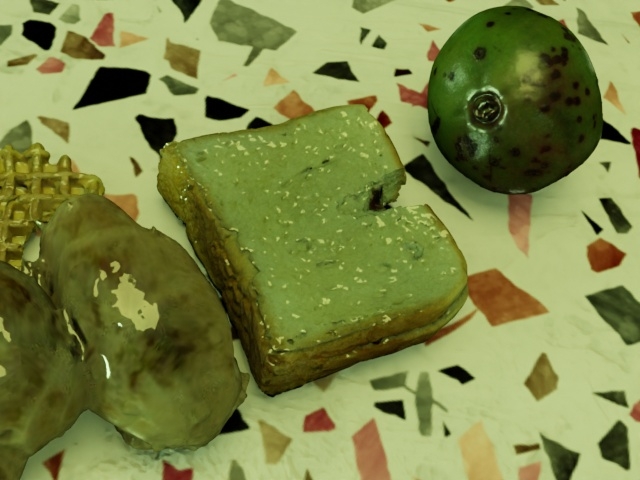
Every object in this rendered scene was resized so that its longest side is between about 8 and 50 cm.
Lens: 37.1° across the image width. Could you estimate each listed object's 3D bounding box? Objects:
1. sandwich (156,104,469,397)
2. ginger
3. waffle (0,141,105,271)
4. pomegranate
[{"bbox_3d":[0.000,-0.001,0.954,0.249,0.095,0.273,-17,60,-24],"label":"sandwich"},{"bbox_3d":[-0.225,0.098,0.808,0.304,0.155,0.245,-21,94,-17],"label":"ginger"},{"bbox_3d":[-0.296,-0.011,0.933,0.149,0.051,0.194,32,51,1],"label":"waffle"},{"bbox_3d":[0.220,-0.158,1.055,0.202,0.202,0.248,39,32,16],"label":"pomegranate"}]
